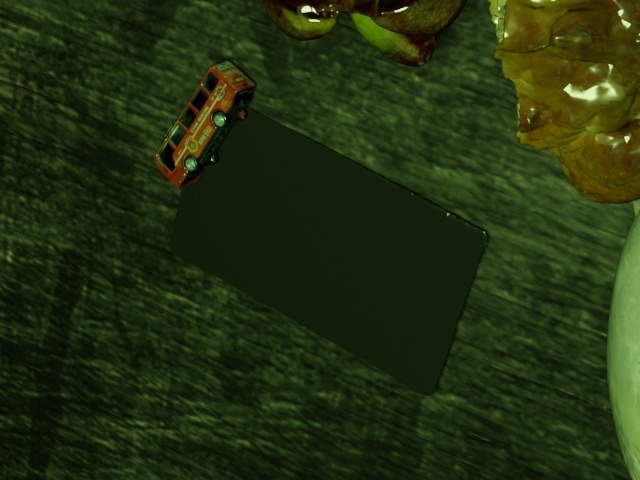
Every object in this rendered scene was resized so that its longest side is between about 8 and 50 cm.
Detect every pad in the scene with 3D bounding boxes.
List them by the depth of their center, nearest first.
[{"bbox_3d":[0.000,0.000,1.275,0.265,0.009,0.159,29,123,19],"label":"pad"}]

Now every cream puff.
[{"bbox_3d":[0.199,-0.150,0.973,0.269,0.155,0.241,38,110,-26],"label":"cream puff"}]

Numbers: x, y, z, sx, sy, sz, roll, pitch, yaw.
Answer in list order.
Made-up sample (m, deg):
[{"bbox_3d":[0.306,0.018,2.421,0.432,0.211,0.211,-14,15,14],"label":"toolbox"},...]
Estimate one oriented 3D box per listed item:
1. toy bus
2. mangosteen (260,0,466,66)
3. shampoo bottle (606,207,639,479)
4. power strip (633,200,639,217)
[{"bbox_3d":[-0.093,-0.092,1.271,0.043,0.031,0.110,45,124,12],"label":"toy bus"},{"bbox_3d":[0.025,-0.227,1.049,0.215,0.215,0.257,3,135,30],"label":"mangosteen"},{"bbox_3d":[0.319,0.072,0.879,0.322,0.322,0.317,-4,146,32],"label":"shampoo bottle"},{"bbox_3d":[0.290,-0.025,1.068,0.175,0.042,0.075,-7,107,31],"label":"power strip"}]
